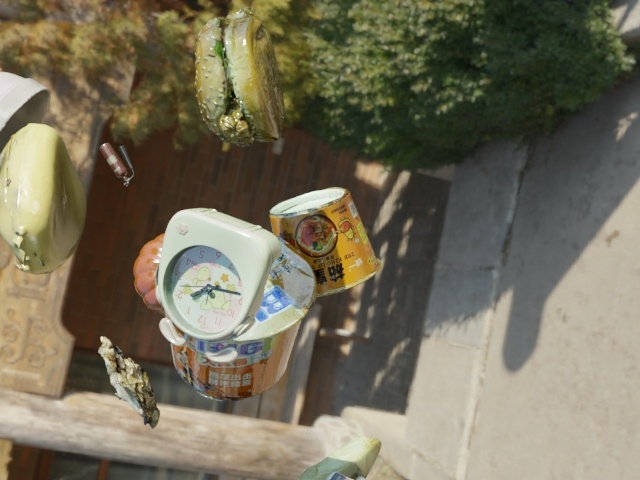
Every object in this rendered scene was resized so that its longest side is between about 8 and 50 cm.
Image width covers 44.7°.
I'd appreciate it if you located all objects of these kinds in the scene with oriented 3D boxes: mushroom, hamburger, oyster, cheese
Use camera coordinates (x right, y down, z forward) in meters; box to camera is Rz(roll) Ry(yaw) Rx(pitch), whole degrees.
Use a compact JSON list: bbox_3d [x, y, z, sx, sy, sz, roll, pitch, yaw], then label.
[{"bbox_3d":[-0.009,0.458,1.352,0.087,0.107,0.333,-9,33,49],"label":"mushroom"},{"bbox_3d":[-0.127,-0.236,1.166,0.215,0.122,0.190,-91,-7,-52],"label":"hamburger"},{"bbox_3d":[-0.281,0.213,1.158,0.103,0.051,0.148,18,131,61],"label":"oyster"},{"bbox_3d":[-0.540,-0.068,1.505,0.316,0.128,0.260,-95,-9,-55],"label":"cheese"}]

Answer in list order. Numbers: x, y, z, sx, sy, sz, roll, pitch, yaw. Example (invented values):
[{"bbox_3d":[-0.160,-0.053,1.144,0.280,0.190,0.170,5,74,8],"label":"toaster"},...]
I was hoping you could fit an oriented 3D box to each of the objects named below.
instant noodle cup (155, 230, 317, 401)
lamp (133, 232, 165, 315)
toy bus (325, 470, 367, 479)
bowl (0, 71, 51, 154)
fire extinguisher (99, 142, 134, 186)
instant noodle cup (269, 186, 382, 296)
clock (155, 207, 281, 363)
[{"bbox_3d":[-0.160,0.145,1.441,0.296,0.296,0.214,-95,11,-49],"label":"instant noodle cup"},{"bbox_3d":[-0.369,0.088,2.001,0.196,0.223,0.223,-30,48,60],"label":"lamp"},{"bbox_3d":[0.105,0.453,1.202,0.268,0.106,0.092,13,50,45],"label":"toy bus"},{"bbox_3d":[-0.742,-0.258,1.724,0.287,0.143,0.287,-54,10,14],"label":"bowl"},{"bbox_3d":[-0.401,-0.157,1.567,0.100,0.046,0.032,56,165,4],"label":"fire extinguisher"},{"bbox_3d":[0.000,0.000,1.548,0.216,0.215,0.172,-141,34,-73],"label":"instant noodle cup"},{"bbox_3d":[-0.143,0.061,1.029,0.062,0.151,0.191,-19,-53,-68],"label":"clock"}]
